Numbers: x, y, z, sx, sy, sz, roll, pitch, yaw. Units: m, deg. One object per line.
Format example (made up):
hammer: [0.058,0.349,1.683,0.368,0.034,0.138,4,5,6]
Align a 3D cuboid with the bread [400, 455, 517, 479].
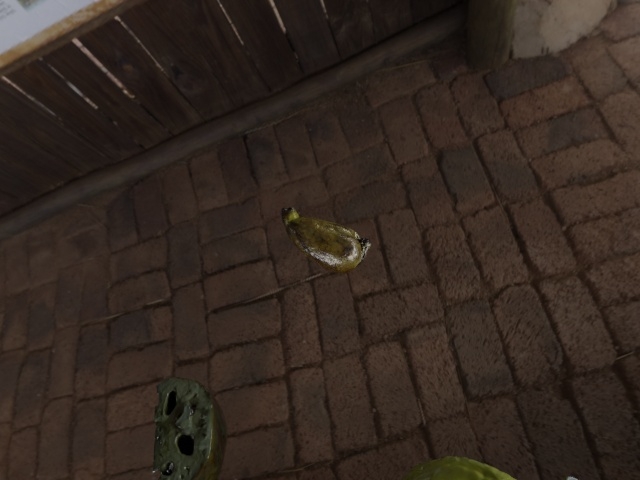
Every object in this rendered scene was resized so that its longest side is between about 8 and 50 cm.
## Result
bread: [0.189,0.523,0.600,0.348,0.308,0.347,4,96,43]

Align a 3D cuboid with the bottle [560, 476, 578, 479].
bottle: [0.451,0.644,0.956,0.330,0.093,0.093,-51,58,27]

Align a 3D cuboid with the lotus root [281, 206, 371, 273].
lotus root: [0.000,0.000,0.856,0.191,0.108,0.094,23,91,-1]

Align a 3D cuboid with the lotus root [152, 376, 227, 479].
lotus root: [-0.257,0.393,0.840,0.138,0.119,0.234,-12,50,5]
